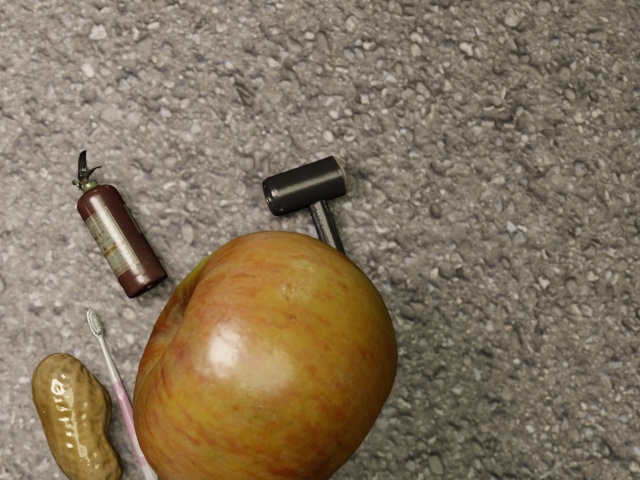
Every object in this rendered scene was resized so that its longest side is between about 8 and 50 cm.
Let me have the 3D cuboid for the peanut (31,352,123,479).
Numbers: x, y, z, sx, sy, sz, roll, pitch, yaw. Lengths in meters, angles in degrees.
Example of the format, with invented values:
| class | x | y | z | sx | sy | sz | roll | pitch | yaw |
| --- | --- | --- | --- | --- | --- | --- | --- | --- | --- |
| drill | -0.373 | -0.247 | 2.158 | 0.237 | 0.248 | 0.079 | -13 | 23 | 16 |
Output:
| class | x | y | z | sx | sy | sz | roll | pitch | yaw |
| --- | --- | --- | --- | --- | --- | --- | --- | --- | --- |
| peanut | -0.356 | 0.272 | 1.551 | 0.108 | 0.095 | 0.225 | -18 | 84 | -17 |

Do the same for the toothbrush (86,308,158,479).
| class | x | y | z | sx | sy | sz | roll | pitch | yaw |
| --- | --- | --- | --- | --- | --- | --- | --- | --- | --- |
| toothbrush | -0.305 | 0.238 | 1.604 | 0.020 | 0.025 | 0.286 | -20 | 84 | -14 |

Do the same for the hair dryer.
| class | x | y | z | sx | sy | sz | roll | pitch | yaw |
| --- | --- | --- | --- | --- | --- | --- | --- | --- | --- |
| hair dryer | 0.000 | 0.000 | 1.694 | 0.128 | 0.070 | 0.255 | -17 | 87 | -13 |

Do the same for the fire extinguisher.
| class | x | y | z | sx | sy | sz | roll | pitch | yaw |
| --- | --- | --- | --- | --- | --- | --- | --- | --- | --- |
| fire extinguisher | -0.317 | -0.029 | 1.616 | 0.071 | 0.099 | 0.231 | -28 | 86 | -37 |

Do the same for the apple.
| class | x | y | z | sx | sy | sz | roll | pitch | yaw |
| --- | --- | --- | --- | --- | --- | --- | --- | --- | --- |
| apple | -0.069 | 0.187 | 1.479 | 0.334 | 0.400 | 0.400 | 28 | 75 | -17 |
